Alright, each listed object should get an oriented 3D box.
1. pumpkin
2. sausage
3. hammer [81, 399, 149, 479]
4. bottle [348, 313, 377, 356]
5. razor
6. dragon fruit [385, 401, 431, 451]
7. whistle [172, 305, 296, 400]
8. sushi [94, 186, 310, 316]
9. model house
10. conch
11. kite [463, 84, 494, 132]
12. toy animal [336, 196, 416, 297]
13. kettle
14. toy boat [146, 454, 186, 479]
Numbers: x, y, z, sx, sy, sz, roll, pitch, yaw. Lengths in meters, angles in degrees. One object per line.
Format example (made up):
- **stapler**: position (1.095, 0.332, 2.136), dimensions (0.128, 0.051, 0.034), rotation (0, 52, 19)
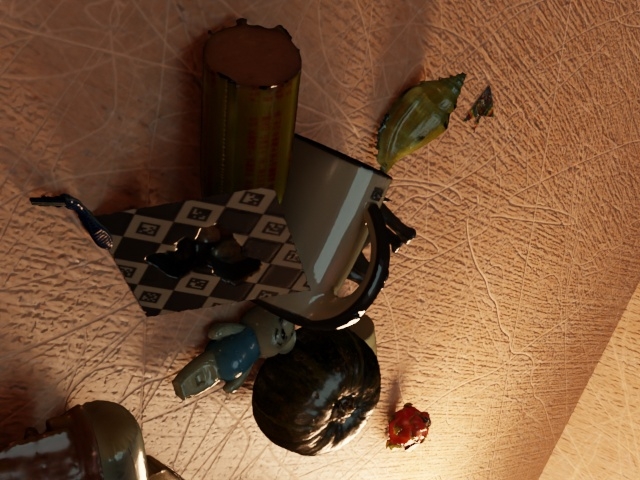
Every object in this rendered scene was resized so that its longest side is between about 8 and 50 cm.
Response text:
- **pumpkin**: position (-0.007, 0.233, 1.985), dimensions (0.223, 0.157, 0.224), rotation (-22, 129, -30)
- **sausage**: position (-0.090, -0.103, 1.562), dimensions (0.125, 0.117, 0.317), rotation (-85, -179, -50)
- **hammer**: position (-0.243, 0.357, 1.550), dimensions (0.113, 0.305, 0.202), rotation (-15, 135, -13)
- **bottle**: position (0.063, 0.211, 2.175), dimensions (0.072, 0.072, 0.201), rotation (-46, 148, -30)
- **razor**: position (-0.270, -0.026, 1.427), dimensions (0.154, 0.044, 0.028), rotation (50, 44, -63)
- **dragon fruit**: position (0.170, 0.376, 2.507), dimensions (0.086, 0.081, 0.116), rotation (-40, 169, -38)
- **whistle**: position (-0.116, 0.156, 1.815), dimensions (0.235, 0.077, 0.114), rotation (-33, 122, -39)
- **sushi**: position (-0.141, 0.000, 1.555), dimensions (0.231, 0.219, 0.047), rotation (72, 10, -55)
- **model house**: position (-0.367, 0.318, 1.440), dimensions (0.229, 0.199, 0.220), rotation (-8, 78, -40)
- **conch**: position (0.151, -0.193, 1.970), dimensions (0.201, 0.079, 0.095), rotation (-43, 129, -18)
- **kite**: position (0.286, -0.231, 2.235), dimensions (0.122, 0.004, 0.090), rotation (-7, 120, -58)
- **toy animal**: position (0.036, 0.017, 1.878), dimensions (0.114, 0.146, 0.245), rotation (-47, -172, 41)
- **kettle**: position (0.000, 0.000, 1.709), dimensions (0.161, 0.221, 0.236), rotation (16, 100, -61)
- **toy boat**: position (-0.229, 0.370, 1.818), dimensions (0.088, 0.068, 0.226), rotation (-51, 152, -9)
